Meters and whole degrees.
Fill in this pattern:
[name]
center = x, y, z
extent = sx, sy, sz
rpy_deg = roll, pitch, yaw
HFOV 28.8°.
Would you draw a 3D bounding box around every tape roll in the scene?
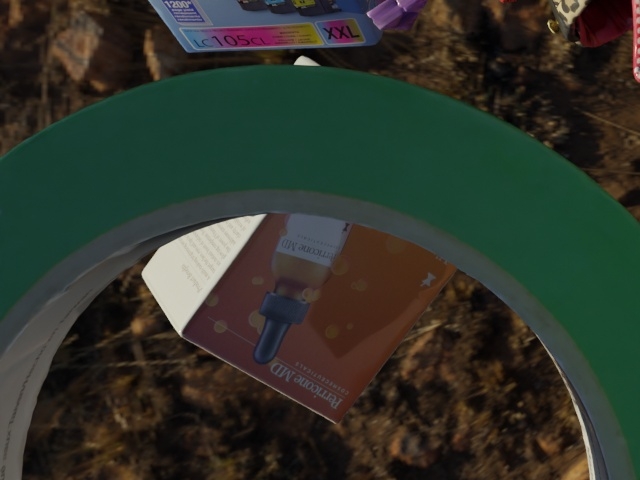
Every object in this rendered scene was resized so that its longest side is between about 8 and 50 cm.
[tape roll]
center = -0.012, 0.101, 0.446
extent = 0.321, 0.077, 0.321
rpy_deg = 0, 92, 5

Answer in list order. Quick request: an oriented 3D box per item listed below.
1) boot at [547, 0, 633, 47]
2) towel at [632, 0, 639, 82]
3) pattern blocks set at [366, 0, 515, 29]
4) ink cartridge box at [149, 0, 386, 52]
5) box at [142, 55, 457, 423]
[boot]
center = 0.197, -0.306, 1.138
extent = 0.138, 0.377, 0.284
rpy_deg = -20, 78, -17
[towel]
center = 0.248, -0.182, 0.732
extent = 0.031, 0.275, 0.198
rpy_deg = -2, 91, 41
[pattern blocks set]
center = 0.136, -0.251, 0.818
extent = 0.026, 0.285, 0.325
rpy_deg = 57, 141, 14
[ink cartridge box]
center = -0.097, -0.377, 1.417
extent = 0.270, 0.395, 0.151
rpy_deg = 0, 67, 18
[box]
center = 0.000, 0.000, 0.754
extent = 0.170, 0.130, 0.091
rpy_deg = -54, 31, 5
